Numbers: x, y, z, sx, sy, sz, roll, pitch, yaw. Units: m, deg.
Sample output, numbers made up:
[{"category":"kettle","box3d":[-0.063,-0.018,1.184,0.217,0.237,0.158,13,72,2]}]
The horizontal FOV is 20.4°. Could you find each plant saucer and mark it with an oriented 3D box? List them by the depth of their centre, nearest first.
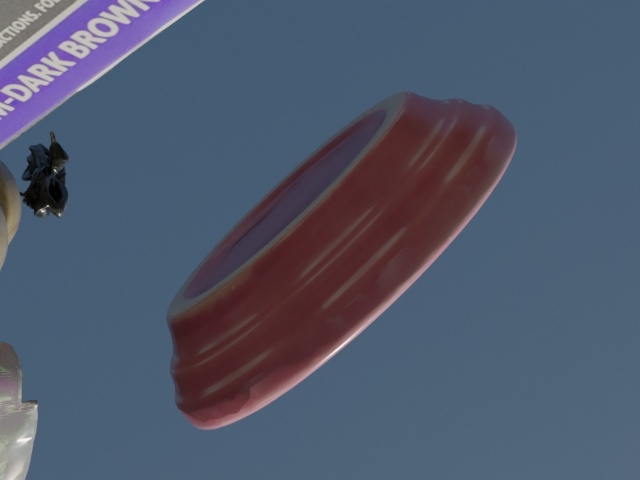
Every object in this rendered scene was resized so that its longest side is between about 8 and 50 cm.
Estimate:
[{"category":"plant saucer","box3d":[0.000,0.000,1.351,0.332,0.332,0.084,-44,-80,-1]}]

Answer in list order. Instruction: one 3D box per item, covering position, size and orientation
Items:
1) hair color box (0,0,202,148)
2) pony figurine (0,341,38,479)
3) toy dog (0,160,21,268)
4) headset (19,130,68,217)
[{"category":"hair color box","box3d":[-0.112,-0.173,0.461,0.185,0.110,0.339,-31,-135,32]},{"category":"pony figurine","box3d":[-0.379,0.244,1.297,0.303,0.351,0.363,10,-143,1]},{"category":"toy dog","box3d":[-0.316,-0.078,1.074,0.161,0.220,0.333,-32,-104,0]},{"category":"headset","box3d":[-0.407,-0.064,1.458,0.394,0.185,0.243,2,-68,-12]}]
